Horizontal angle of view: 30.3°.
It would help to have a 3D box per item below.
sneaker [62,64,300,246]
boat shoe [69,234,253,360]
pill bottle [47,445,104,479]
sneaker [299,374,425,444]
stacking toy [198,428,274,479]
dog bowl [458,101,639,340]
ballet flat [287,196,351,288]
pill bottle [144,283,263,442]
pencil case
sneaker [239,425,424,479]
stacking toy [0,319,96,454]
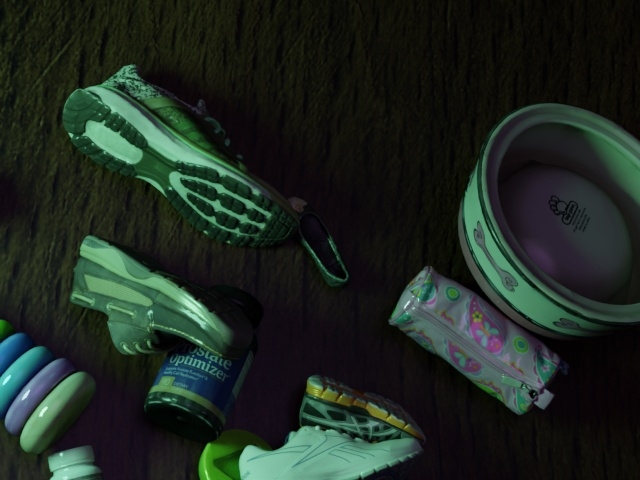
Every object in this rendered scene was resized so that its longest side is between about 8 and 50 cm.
[{"bbox_3d":[-0.191,-0.151,1.871,0.410,0.158,0.182,35,50,-8],"label":"sneaker"},{"bbox_3d":[-0.237,0.108,1.715,0.132,0.355,0.130,21,94,-48],"label":"boat shoe"},{"bbox_3d":[-0.345,0.369,1.692,0.078,0.078,0.137,-11,77,-18],"label":"pill bottle"},{"bbox_3d":[0.063,0.281,1.837,0.215,0.084,0.083,23,98,-13],"label":"sneaker"},{"bbox_3d":[-0.119,0.451,1.741,0.309,0.130,0.279,36,42,-5],"label":"stacking toy"},{"bbox_3d":[0.405,-0.017,1.932,0.408,0.150,0.408,11,58,-19],"label":"dog bowl"},{"bbox_3d":[0.000,0.000,1.913,0.057,0.049,0.173,-31,83,-22],"label":"ballet flat"},{"bbox_3d":[-0.167,0.180,1.768,0.123,0.123,0.219,26,59,-6],"label":"pill bottle"},{"bbox_3d":[0.250,0.162,1.892,0.284,0.124,0.124,37,68,-1],"label":"pencil case"},{"bbox_3d":[0.018,0.326,1.749,0.297,0.111,0.129,-7,50,-27],"label":"sneaker"},{"bbox_3d":[-0.489,0.156,1.705,0.330,0.141,0.141,38,68,7],"label":"stacking toy"}]
